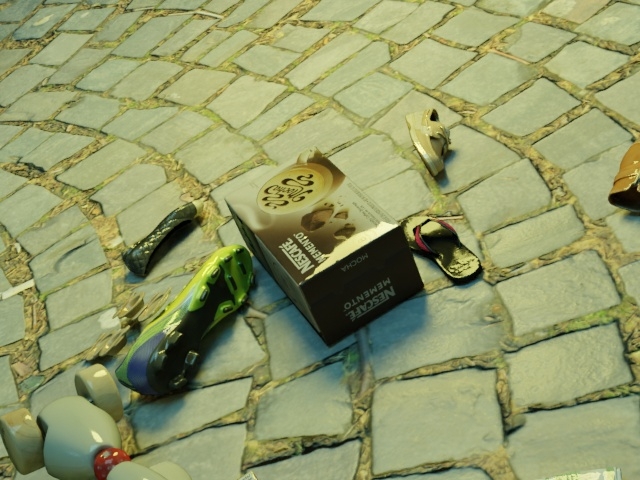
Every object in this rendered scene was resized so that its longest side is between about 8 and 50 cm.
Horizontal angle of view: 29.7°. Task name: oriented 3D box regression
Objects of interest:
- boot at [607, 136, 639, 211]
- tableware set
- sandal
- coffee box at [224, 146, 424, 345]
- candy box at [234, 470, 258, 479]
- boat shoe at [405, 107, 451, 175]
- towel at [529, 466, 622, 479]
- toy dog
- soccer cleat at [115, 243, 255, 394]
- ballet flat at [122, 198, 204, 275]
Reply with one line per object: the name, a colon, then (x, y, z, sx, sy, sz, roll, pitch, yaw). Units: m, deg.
boot: (0.494, -0.097, 1.623, 0.197, 0.073, 0.152, -4, 37, 46)
tableware set: (-0.291, 0.124, 1.796, 0.141, 0.020, 0.168, -51, 18, -23)
sandal: (0.168, 0.000, 1.716, 0.067, 0.040, 0.179, -33, 36, -11)
coffee box: (0.000, 0.000, 1.750, 0.168, 0.119, 0.297, -30, 35, -9)
candy box: (-0.042, 0.353, 1.330, 0.053, 0.109, 0.187, -31, 35, -9)
boat shoe: (0.176, -0.163, 1.904, 0.059, 0.063, 0.170, -25, 34, 10)
towel: (0.254, 0.302, 1.298, 0.152, 0.023, 0.113, -15, 34, 18)
toy dog: (-0.274, 0.299, 1.493, 0.220, 0.161, 0.334, -16, 30, -8)
soccer cleat: (-0.198, 0.106, 1.759, 0.121, 0.093, 0.289, -3, 40, 38)
ballet flat: (-0.253, -0.006, 1.986, 0.049, 0.057, 0.173, 42, 66, 9)
